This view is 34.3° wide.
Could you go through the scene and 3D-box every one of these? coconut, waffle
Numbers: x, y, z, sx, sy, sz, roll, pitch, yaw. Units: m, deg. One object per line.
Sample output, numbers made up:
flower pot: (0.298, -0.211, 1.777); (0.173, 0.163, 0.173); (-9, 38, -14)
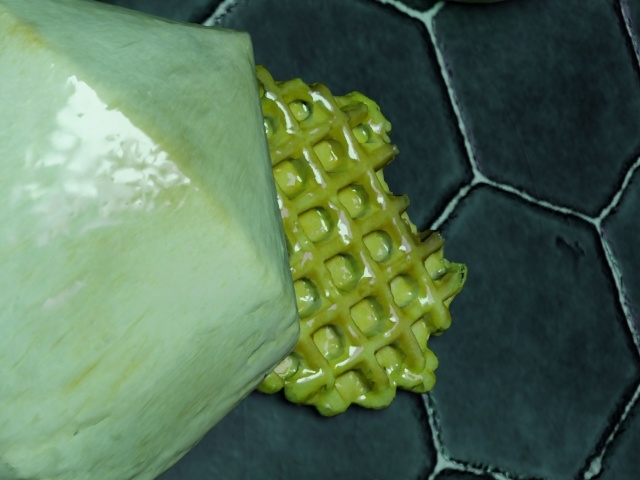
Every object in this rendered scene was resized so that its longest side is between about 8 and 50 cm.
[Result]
coconut: (-0.148, -0.006, 0.581); (0.329, 0.329, 0.328); (7, 75, -28)
waffle: (0.001, 0.000, 0.803); (0.291, 0.051, 0.291); (5, 78, -27)

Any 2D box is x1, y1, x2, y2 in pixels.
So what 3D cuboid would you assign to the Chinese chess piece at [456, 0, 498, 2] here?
Chinese chess piece: (0.135, -0.381, 0.918); (0.338, 0.140, 0.338); (8, 73, -26)
